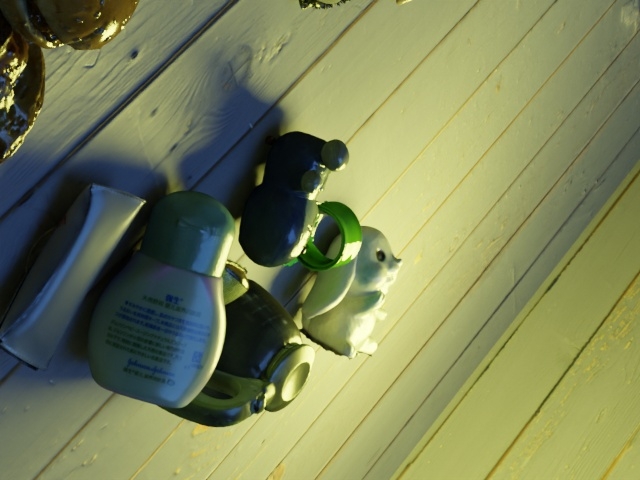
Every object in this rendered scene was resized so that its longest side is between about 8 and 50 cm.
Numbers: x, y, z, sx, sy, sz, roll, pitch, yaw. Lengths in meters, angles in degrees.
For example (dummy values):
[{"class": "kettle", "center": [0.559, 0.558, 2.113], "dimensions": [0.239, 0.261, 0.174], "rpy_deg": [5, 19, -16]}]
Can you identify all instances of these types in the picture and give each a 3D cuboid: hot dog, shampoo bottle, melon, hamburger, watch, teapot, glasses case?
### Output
[{"class": "hot dog", "center": [-0.427, -0.180, 1.532], "dimensions": [0.259, 0.114, 0.175], "rpy_deg": [-55, 152, -9]}, {"class": "shampoo bottle", "center": [-0.248, 0.088, 2.046], "dimensions": [0.151, 0.221, 0.350], "rpy_deg": [-145, -107, -79]}, {"class": "melon", "center": [-0.193, 0.089, 2.197], "dimensions": [0.128, 0.079, 0.160], "rpy_deg": [-39, -170, -6]}, {"class": "hamburger", "center": [-0.281, -0.376, 1.508], "dimensions": [0.259, 0.144, 0.283], "rpy_deg": [74, 28, -48]}, {"class": "watch", "center": [0.000, 0.000, 2.436], "dimensions": [0.131, 0.152, 0.165], "rpy_deg": [-15, 127, -59]}, {"class": "teapot", "center": [-0.153, 0.205, 2.272], "dimensions": [0.321, 0.239, 0.240], "rpy_deg": [10, 106, -61]}, {"class": "glasses case", "center": [-0.391, 0.042, 1.863], "dimensions": [0.308, 0.083, 0.128], "rpy_deg": [-59, 148, -2]}]

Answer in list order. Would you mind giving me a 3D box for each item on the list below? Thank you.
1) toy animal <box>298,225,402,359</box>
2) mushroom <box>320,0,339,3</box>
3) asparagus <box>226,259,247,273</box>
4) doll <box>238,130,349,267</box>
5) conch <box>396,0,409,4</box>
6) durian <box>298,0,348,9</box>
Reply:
[{"class": "toy animal", "center": [0.061, 0.116, 2.649], "dimensions": [0.249, 0.174, 0.289], "rpy_deg": [74, 40, -69]}, {"class": "mushroom", "center": [0.075, -0.562, 1.977], "dimensions": [0.397, 0.177, 0.126], "rpy_deg": [-59, 146, -10]}, {"class": "asparagus", "center": [-0.168, 0.047, 2.334], "dimensions": [0.018, 0.015, 0.127], "rpy_deg": [-52, 154, 5]}, {"class": "doll", "center": [-0.054, -0.072, 2.248], "dimensions": [0.228, 0.154, 0.258], "rpy_deg": [-147, -107, -80]}, {"class": "conch", "center": [0.216, -0.517, 2.361], "dimensions": [0.104, 0.094, 0.176], "rpy_deg": [-101, -145, -67]}, {"class": "durian", "center": [0.052, -0.477, 2.110], "dimensions": [0.221, 0.095, 0.137], "rpy_deg": [-46, 152, -40]}]
